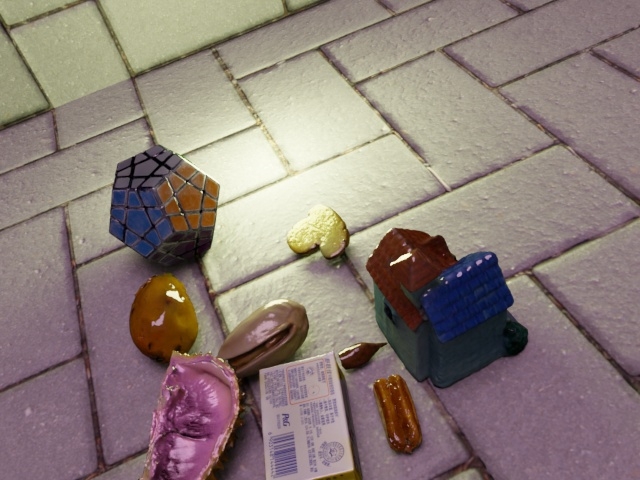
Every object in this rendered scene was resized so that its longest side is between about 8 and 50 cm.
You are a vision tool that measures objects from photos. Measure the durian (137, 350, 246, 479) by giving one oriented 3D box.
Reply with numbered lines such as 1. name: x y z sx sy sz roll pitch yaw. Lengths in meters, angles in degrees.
1. durian: -0.240 0.382 1.295 0.191 0.112 0.341 0 53 5

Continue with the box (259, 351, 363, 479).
1. box: -0.021 0.360 1.246 0.168 0.097 0.265 -15 44 3

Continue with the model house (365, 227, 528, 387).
1. model house: 0.227 0.079 1.290 0.251 0.329 0.295 -28 46 -7

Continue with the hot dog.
1. hot dog: 0.149 0.333 1.257 0.071 0.045 0.165 -15 43 0

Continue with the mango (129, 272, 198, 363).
1. mango: -0.366 0.174 1.531 0.156 0.151 0.249 8 33 -18

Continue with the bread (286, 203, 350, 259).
1. bread: 0.000 0.000 1.641 0.149 0.065 0.188 -35 48 -3

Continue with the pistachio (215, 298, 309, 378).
1. pistachio: -0.121 0.215 1.414 0.223 0.126 0.152 -37 12 -13

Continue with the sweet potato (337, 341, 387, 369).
1. sweet potato: 0.091 0.238 1.380 0.117 0.049 0.049 -18 42 -17

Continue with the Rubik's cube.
1. Rubik's cube: -0.406 -0.090 1.710 0.319 0.319 0.264 1 20 19
